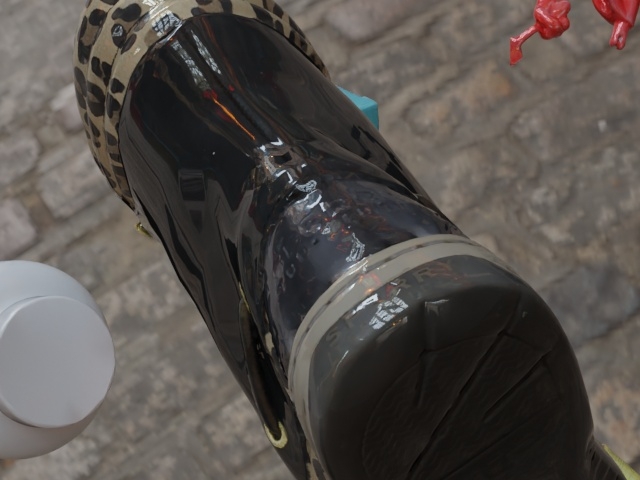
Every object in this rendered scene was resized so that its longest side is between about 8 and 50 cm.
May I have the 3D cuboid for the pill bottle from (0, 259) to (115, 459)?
[{"bbox_3d":[-0.251,0.089,1.115,0.146,0.146,0.264,-51,23,-23],"label":"pill bottle"}]

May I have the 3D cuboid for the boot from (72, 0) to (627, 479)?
[{"bbox_3d":[0.014,0.050,0.716,0.138,0.377,0.284,-33,53,-5],"label":"boot"}]

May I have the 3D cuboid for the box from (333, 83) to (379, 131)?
[{"bbox_3d":[0.000,0.000,1.142,0.060,0.244,0.100,-20,30,-27],"label":"box"}]

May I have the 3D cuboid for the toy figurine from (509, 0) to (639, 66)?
[{"bbox_3d":[0.319,-0.135,0.871,0.362,0.217,0.191,28,79,-8],"label":"toy figurine"}]

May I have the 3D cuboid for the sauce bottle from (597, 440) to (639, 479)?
[{"bbox_3d":[0.198,0.172,0.889,0.128,0.042,0.042,41,68,3],"label":"sauce bottle"}]
